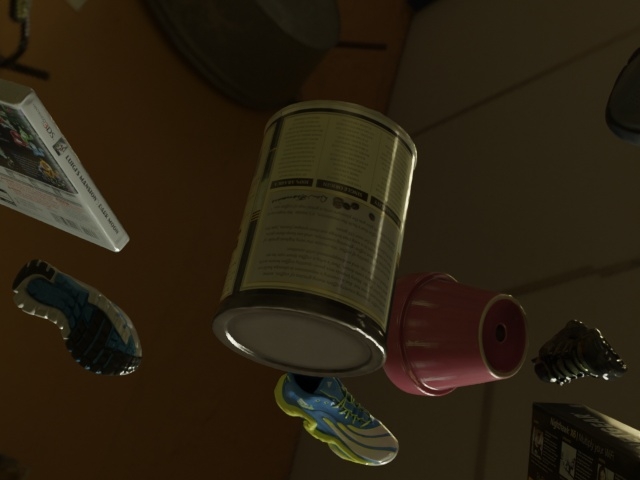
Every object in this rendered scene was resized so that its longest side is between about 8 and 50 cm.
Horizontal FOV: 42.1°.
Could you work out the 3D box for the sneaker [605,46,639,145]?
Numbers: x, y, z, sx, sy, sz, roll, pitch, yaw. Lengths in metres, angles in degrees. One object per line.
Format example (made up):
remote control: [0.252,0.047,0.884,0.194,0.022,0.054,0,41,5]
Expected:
sneaker: [0.275,-0.164,0.569,0.224,0.098,0.083,-43,-130,-10]

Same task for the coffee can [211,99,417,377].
coffee can: [0.000,0.000,1.002,0.201,0.201,0.275,-15,-128,41]

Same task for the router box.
router box: [0.348,0.352,1.031,0.309,0.081,0.243,-167,-99,-82]

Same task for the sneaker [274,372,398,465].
sneaker: [0.028,0.295,1.414,0.091,0.240,0.126,-58,169,-31]

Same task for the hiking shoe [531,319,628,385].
hiking shoe: [0.402,0.196,1.314,0.114,0.086,0.227,-38,179,4]

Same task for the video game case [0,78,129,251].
video game case: [-0.264,-0.076,0.695,0.190,0.173,0.022,20,-120,30]

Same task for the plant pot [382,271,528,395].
plant pot: [0.218,0.150,1.318,0.180,0.201,0.201,-4,-130,48]

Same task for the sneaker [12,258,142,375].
sneaker: [-0.241,0.082,0.887,0.191,0.083,0.071,33,-88,33]
